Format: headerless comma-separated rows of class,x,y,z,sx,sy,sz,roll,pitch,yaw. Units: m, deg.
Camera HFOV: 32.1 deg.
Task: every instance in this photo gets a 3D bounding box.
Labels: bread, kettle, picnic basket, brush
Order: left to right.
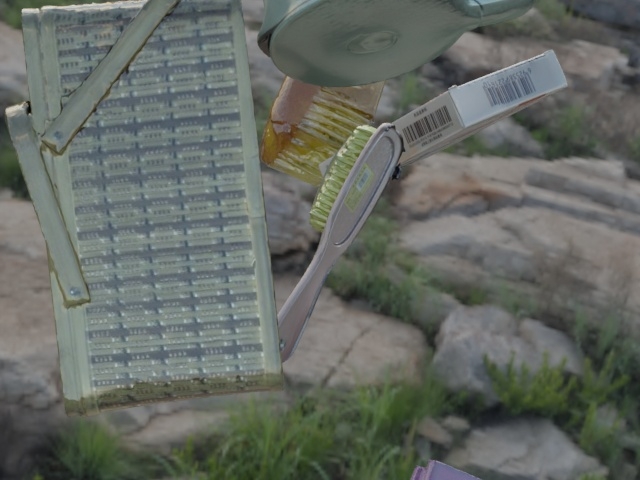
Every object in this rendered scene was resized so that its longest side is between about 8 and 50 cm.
picnic basket,-0.139,-0.036,0.883,0.175,0.313,0.228,-6,4,-6
bread,0.000,-0.237,1.886,0.156,0.204,0.288,26,68,-13
brush,0.000,0.000,1.267,0.067,0.313,0.072,21,-11,37
kettle,0.046,-0.334,1.106,0.265,0.205,0.318,1,67,-30

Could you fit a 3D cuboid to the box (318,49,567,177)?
box,0.171,-0.167,1.642,0.214,0.069,0.353,-24,1,-33

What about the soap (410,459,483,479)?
soap,0.128,0.341,1.139,0.122,0.065,0.203,24,64,-7
